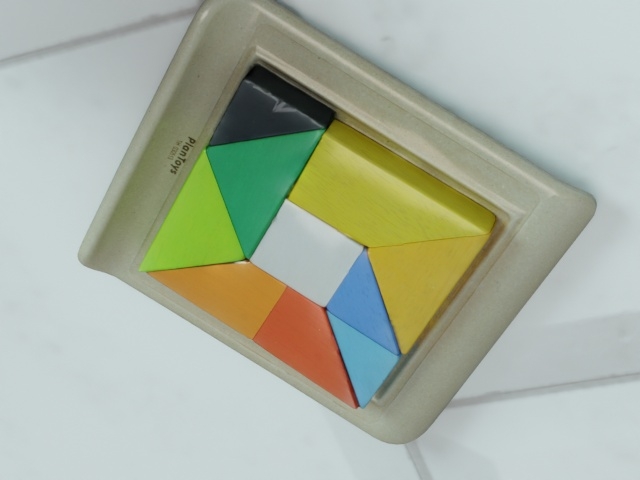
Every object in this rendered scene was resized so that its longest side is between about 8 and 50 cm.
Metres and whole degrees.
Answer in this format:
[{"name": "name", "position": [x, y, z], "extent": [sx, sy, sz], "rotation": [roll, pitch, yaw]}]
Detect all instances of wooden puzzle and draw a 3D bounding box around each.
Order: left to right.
[{"name": "wooden puzzle", "position": [0.000, 0.000, 0.895], "extent": [0.238, 0.044, 0.221], "rotation": [29, 127, -4]}]
